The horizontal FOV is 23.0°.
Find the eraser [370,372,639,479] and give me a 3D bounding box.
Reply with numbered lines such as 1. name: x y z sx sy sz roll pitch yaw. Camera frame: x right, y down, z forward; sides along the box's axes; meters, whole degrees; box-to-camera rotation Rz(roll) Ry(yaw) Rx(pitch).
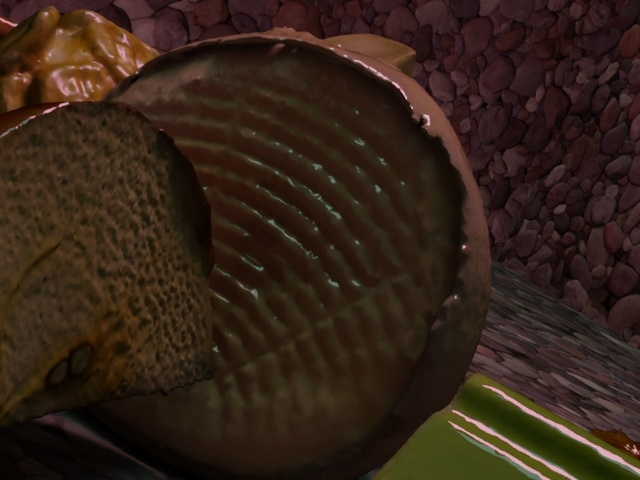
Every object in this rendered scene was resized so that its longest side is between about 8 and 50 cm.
1. eraser: 0.147 0.218 0.929 0.274 0.210 0.092 27 -37 29

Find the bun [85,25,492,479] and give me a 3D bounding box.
1. bun: -0.035 0.019 1.239 0.364 0.364 0.202 28 5 17

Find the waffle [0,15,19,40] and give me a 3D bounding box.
1. waffle: -0.479 -0.186 1.583 0.328 0.224 0.098 23 -7 -28

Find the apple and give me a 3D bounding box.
1. apple: -0.190 0.034 0.998 0.179 0.254 0.346 59 25 13

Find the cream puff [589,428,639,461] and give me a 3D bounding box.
1. cream puff: 0.273 0.236 1.585 0.146 0.116 0.146 24 10 -5

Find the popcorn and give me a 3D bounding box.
1. popcorn: -0.250 -0.088 1.501 0.225 0.276 0.276 55 5 -6

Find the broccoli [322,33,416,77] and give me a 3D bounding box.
1. broccoli: -0.008 -0.005 1.427 0.221 0.361 0.252 1 0 -31
